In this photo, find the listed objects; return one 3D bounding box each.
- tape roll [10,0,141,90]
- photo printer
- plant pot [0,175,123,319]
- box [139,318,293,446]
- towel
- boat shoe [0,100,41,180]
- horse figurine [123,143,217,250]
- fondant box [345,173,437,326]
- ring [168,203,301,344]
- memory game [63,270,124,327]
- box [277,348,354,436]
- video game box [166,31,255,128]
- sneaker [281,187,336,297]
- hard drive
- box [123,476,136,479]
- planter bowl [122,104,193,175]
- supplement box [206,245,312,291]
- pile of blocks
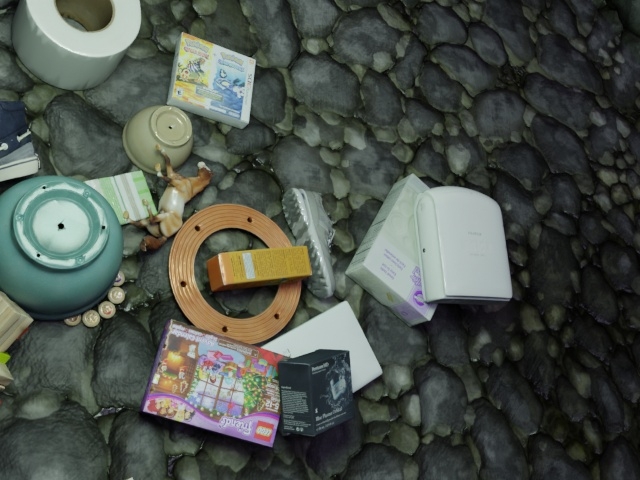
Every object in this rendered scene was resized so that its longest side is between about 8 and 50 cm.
[{"bbox_3d":[-0.536,-0.474,1.741,0.246,0.169,0.246,11,68,-29],"label":"tape roll"},{"bbox_3d":[0.367,0.010,2.062,0.256,0.107,0.308,6,72,-32],"label":"photo printer"},{"bbox_3d":[-0.520,-0.006,1.562,0.293,0.196,0.293,8,71,-23],"label":"plant pot"},{"bbox_3d":[-0.219,0.310,1.715,0.293,0.057,0.201,20,70,-18],"label":"box"},{"bbox_3d":[-0.447,-0.088,1.761,0.152,0.023,0.113,-17,86,-37],"label":"towel"},{"bbox_3d":[-0.683,-0.176,1.503,0.340,0.127,0.158,-38,125,-63],"label":"boat shoe"},{"bbox_3d":[-0.340,-0.084,1.764,0.174,0.066,0.263,48,57,-56],"label":"horse figurine"},{"bbox_3d":[0.240,0.024,2.101,0.238,0.096,0.330,40,59,-15],"label":"fondant box"},{"bbox_3d":[-0.197,0.078,1.852,0.336,0.032,0.337,10,70,-29],"label":"ring"},{"bbox_3d":[-0.500,0.093,1.670,0.186,0.012,0.186,11,68,-29],"label":"memory game"},{"bbox_3d":[-0.008,0.331,1.755,0.156,0.093,0.158,-8,94,-53],"label":"box"},{"bbox_3d":[-0.264,-0.392,1.957,0.205,0.048,0.187,15,64,-27],"label":"video game box"},{"bbox_3d":[0.000,0.000,1.954,0.115,0.105,0.281,-7,79,-36],"label":"sneaker"},{"bbox_3d":[-0.012,0.297,1.887,0.307,0.040,0.203,-26,89,-35],"label":"hard drive"},{"bbox_3d":[-0.407,0.529,1.573,0.136,0.028,0.081,-22,86,-33],"label":"box"},{"bbox_3d":[-0.357,-0.242,1.812,0.162,0.109,0.162,11,68,-28],"label":"planter bowl"},{"bbox_3d":[-0.138,0.064,1.827,0.233,0.078,0.080,-7,78,-33],"label":"supplement box"},{"bbox_3d":[-0.649,0.266,1.481,0.112,0.149,0.362,53,52,-61],"label":"pile of blocks"}]
